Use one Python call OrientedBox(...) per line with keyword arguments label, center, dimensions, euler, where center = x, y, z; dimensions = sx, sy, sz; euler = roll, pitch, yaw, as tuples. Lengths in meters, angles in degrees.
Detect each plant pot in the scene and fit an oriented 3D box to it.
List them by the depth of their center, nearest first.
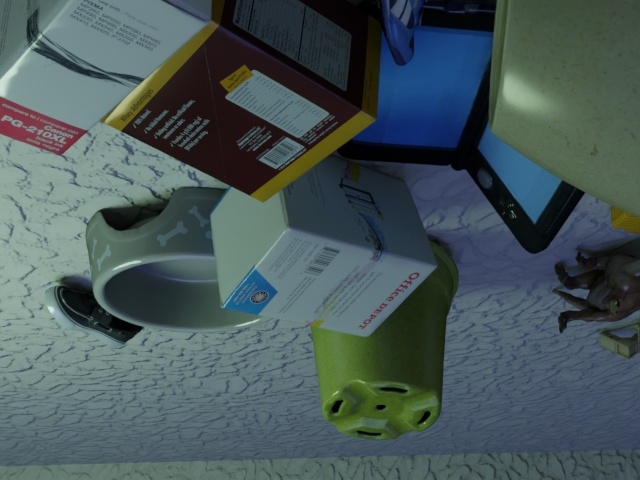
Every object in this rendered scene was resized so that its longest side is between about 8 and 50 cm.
OrientedBox(label="plant pot", center=(0.094, 0.165, 1.272), dimensions=(0.276, 0.254, 0.276), euler=(1, 138, 0))

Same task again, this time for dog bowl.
OrientedBox(label="dog bowl", center=(-0.195, 0.047, 1.252), dimensions=(0.349, 0.102, 0.348), euler=(-1, 152, -1))

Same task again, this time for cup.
OrientedBox(label="cup", center=(0.256, -0.157, 0.612), dimensions=(0.237, 0.331, 0.331), euler=(4, 154, 8))

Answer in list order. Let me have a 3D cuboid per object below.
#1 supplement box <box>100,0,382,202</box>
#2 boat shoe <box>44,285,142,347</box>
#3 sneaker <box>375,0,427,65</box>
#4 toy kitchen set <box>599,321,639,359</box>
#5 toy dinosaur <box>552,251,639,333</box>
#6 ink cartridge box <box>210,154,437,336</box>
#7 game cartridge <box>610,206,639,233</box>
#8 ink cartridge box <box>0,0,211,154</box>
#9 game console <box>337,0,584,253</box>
OrientedBox(label="supplement box", center=(-0.076, -0.165, 0.786), dimensions=(0.194, 0.129, 0.191), euler=(26, 142, -29))
OrientedBox(label="boat shoe", center=(-0.397, 0.130, 1.432), dimensions=(0.076, 0.080, 0.228), euler=(-27, 145, 9))
OrientedBox(label="sneaker", center=(0.081, -0.230, 0.747), dimensions=(0.059, 0.053, 0.144), euler=(-12, 131, -1))
OrientedBox(label="toy kitchen set", center=(0.645, 0.191, 1.682), dimensions=(0.083, 0.075, 0.068), euler=(-26, 121, -27))
OrientedBox(label="toy dinosaur", center=(0.524, 0.083, 1.363), dimensions=(0.200, 0.127, 0.295), euler=(-2, 159, -16))
OrientedBox(label="ink cartridge box", center=(0.000, 0.000, 1.064), dimensions=(0.233, 0.168, 0.171), euler=(16, 132, -31))
OrientedBox(label="game cartridge", center=(0.585, -0.068, 1.073), dimensions=(0.285, 0.052, 0.323), euler=(5, 160, -1))
OrientedBox(label="ink cartridge box", center=(-0.196, -0.207, 0.675), dimensions=(0.100, 0.172, 0.237), euler=(22, 144, -39))
OrientedBox(label="game console", center=(0.158, -0.114, 0.900), dimensions=(0.173, 0.250, 0.293), euler=(-25, 157, -14))
